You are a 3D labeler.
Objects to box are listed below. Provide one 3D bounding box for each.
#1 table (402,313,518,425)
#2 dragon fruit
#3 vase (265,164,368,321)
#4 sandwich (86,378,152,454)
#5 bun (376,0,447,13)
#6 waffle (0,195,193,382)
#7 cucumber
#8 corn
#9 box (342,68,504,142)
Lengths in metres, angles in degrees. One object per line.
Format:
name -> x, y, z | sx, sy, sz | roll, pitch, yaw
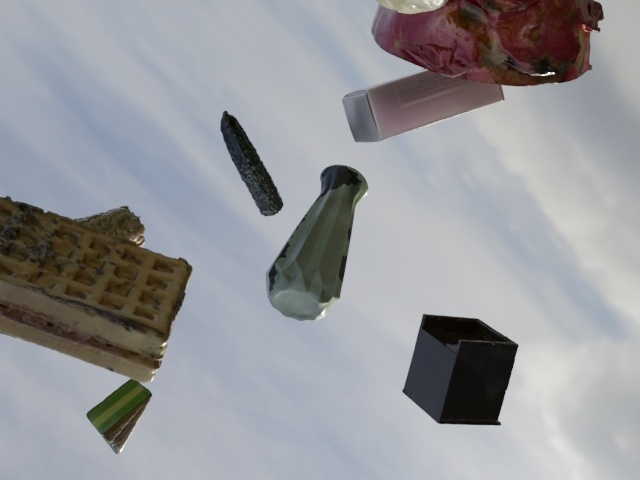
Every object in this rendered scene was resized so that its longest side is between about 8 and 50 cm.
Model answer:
table -> 0.313, 0.284, 2.220 | 0.172, 0.193, 0.169 | 6, -166, -27
dragon fruit -> 0.271, -0.402, 1.596 | 0.371, 0.249, 0.386 | 20, -146, 19
vase -> 0.000, 0.000, 2.160 | 0.165, 0.165, 0.360 | 39, -132, -21
sandwich -> -0.356, 0.320, 1.845 | 0.074, 0.116, 0.074 | 38, 160, 40
bun -> 0.112, -0.408, 1.298 | 0.141, 0.239, 0.239 | 5, -153, 2
waffle -> -0.412, 0.069, 1.659 | 0.376, 0.114, 0.261 | 20, -151, -5
cucumber -> -0.173, -0.185, 2.426 | 0.067, 0.067, 0.293 | -98, -16, -55
corn -> -0.476, 0.026, 1.888 | 0.335, 0.127, 0.127 | -20, -113, -36
box -> 0.185, -0.265, 1.866 | 0.203, 0.251, 0.106 | -155, 48, -77
